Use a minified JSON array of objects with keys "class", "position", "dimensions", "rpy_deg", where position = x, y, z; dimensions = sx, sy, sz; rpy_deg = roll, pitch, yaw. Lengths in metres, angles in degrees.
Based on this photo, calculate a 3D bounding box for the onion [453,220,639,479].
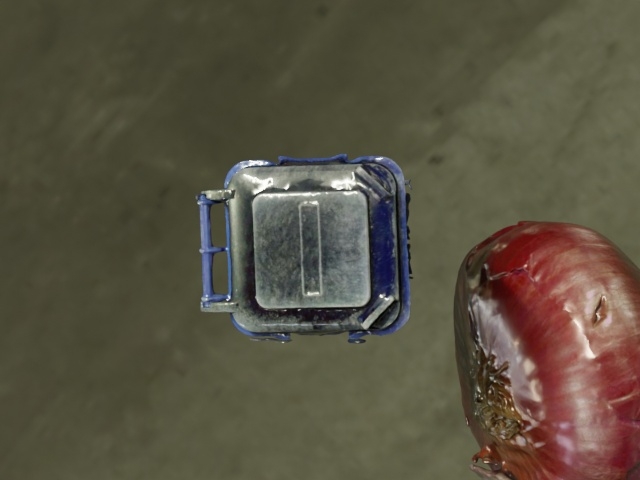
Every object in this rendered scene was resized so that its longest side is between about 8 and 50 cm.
[{"class":"onion","position":[0.291,0.136,1.894],"dimensions":[0.286,0.347,0.347],"rpy_deg":[-11,30,-14]}]

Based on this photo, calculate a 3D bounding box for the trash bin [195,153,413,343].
[{"class":"trash bin","position":[0.000,0.000,1.610],"dimensions":[0.184,0.162,0.234],"rpy_deg":[-1,5,10]}]
